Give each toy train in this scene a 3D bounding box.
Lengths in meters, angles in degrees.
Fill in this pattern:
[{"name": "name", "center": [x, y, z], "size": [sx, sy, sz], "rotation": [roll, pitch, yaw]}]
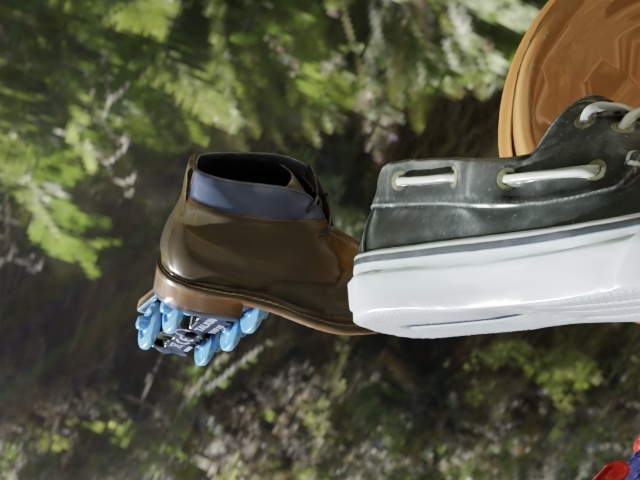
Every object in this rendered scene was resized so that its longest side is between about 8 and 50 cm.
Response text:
[{"name": "toy train", "center": [-0.093, 0.036, 1.207], "size": [0.080, 0.184, 0.105], "rotation": [19, -118, -21]}]

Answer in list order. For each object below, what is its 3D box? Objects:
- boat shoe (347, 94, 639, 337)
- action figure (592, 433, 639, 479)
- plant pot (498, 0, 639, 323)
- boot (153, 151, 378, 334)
[{"name": "boat shoe", "center": [0.143, -0.020, 0.753], "size": [0.121, 0.335, 0.119], "rotation": [13, -106, -48]}, {"name": "action figure", "center": [0.352, 0.205, 1.378], "size": [0.091, 0.139, 0.280], "rotation": [55, -162, 12]}, {"name": "plant pot", "center": [0.246, -0.081, 0.956], "size": [0.291, 0.291, 0.203], "rotation": [39, -170, 17]}, {"name": "boot", "center": [0.000, 0.000, 0.986], "size": [0.219, 0.106, 0.082], "rotation": [2, -148, -11]}]
